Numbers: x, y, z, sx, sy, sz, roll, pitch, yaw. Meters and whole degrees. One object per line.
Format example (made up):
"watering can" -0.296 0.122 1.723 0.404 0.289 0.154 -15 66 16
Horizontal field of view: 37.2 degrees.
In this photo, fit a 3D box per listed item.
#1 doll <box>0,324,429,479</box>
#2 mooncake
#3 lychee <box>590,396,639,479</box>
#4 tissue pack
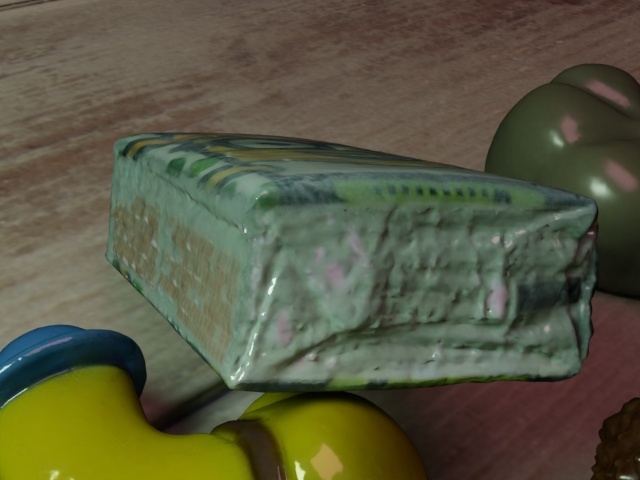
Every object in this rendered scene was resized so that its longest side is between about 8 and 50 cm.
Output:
"doll" -0.057 0.147 0.533 0.363 0.145 0.199 15 39 12
"mooncake" 0.303 -0.063 0.937 0.275 0.135 0.275 11 40 -10
"lychee" 0.276 0.175 0.572 0.238 0.200 0.200 25 35 37
"tissue pack" 0.000 0.000 0.648 0.228 0.127 0.311 3 9 -25
